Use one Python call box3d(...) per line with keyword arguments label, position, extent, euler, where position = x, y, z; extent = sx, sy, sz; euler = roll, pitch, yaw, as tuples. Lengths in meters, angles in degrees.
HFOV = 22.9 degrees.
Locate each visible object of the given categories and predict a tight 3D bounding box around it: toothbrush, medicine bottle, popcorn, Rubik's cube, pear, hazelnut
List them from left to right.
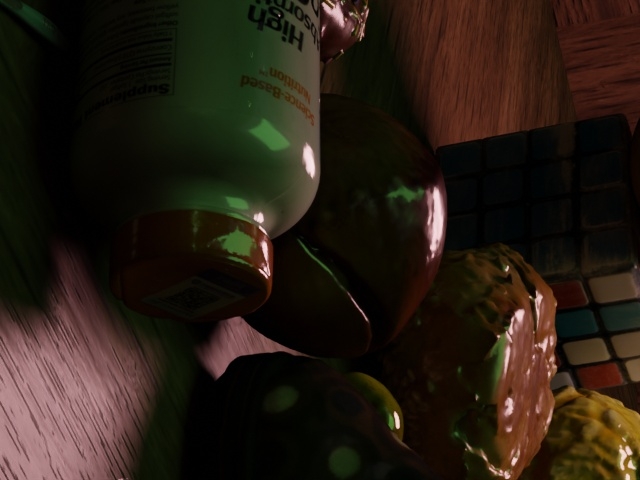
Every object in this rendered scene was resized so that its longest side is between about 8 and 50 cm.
box3d(label="toothbrush", position=(-0.187, -0.147, 0.907), extent=(0.193, 0.019, 0.013), euler=(45, 39, -66))
box3d(label="medicine bottle", position=(-0.077, -0.098, 1.001), extent=(0.157, 0.157, 0.288), euler=(52, 33, -58))
box3d(label="hazelnut", position=(0.000, 0.000, 1.172), extent=(0.208, 0.208, 0.208), euler=(-9, 90, -73))
box3d(label="pear", position=(0.030, 0.155, 1.348), extent=(0.092, 0.097, 0.092), euler=(14, 67, -37))
box3d(label="Rubik's cube", position=(0.293, 0.027, 1.992), extent=(0.253, 0.256, 0.259), euler=(62, 24, -45))
box3d(label="popcorn", position=(0.308, 0.312, 1.924), extent=(0.282, 0.247, 0.282), euler=(-4, 90, -87))

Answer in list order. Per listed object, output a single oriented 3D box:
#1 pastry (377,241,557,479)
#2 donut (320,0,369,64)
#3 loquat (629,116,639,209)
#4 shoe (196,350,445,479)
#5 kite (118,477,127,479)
box3d(label="pastry", position=(0.143, 0.131, 1.609), extent=(0.311, 0.162, 0.255), euler=(-7, 98, -69))
box3d(label="donut", position=(-0.024, -0.262, 1.367), extent=(0.216, 0.096, 0.230), euler=(20, 63, -71))
box3d(label="loquat", position=(0.519, -0.094, 1.838), extent=(0.328, 0.328, 0.328), euler=(-9, 90, -73))
box3d(label="shoe", position=(0.053, 0.242, 1.085), extent=(0.171, 0.237, 0.384), euler=(52, 26, -62))
box3d(label="kite", position=(-0.135, 0.206, 0.906), extent=(0.241, 0.014, 0.183), euler=(65, 26, -42))
